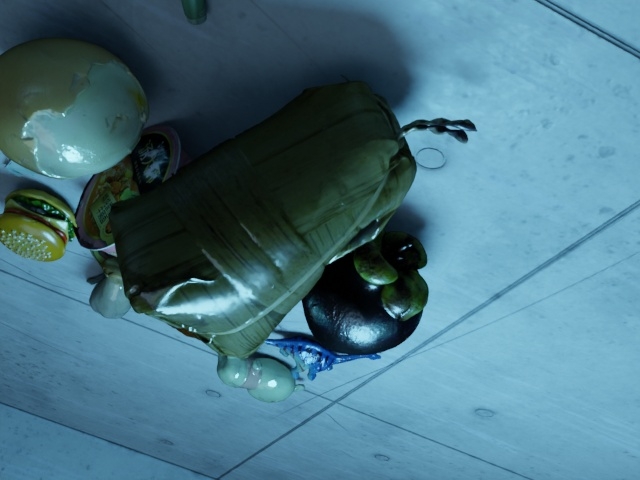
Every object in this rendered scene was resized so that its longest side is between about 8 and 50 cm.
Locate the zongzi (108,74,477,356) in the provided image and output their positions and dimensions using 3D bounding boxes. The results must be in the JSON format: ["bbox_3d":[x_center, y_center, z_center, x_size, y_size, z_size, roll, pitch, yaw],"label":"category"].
[{"bbox_3d":[-0.010,-0.017,1.035,0.500,0.218,0.467,-31,156,1],"label":"zongzi"}]

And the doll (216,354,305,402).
[{"bbox_3d":[-0.163,0.353,1.739,0.155,0.113,0.275,-24,129,40],"label":"doll"}]

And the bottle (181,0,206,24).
[{"bbox_3d":[-0.163,-0.313,0.850,0.030,0.030,0.083,10,147,9],"label":"bottle"}]

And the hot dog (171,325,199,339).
[{"bbox_3d":[-0.308,0.145,1.502,0.160,0.099,0.227,-4,147,17],"label":"hot dog"}]

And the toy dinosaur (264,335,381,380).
[{"bbox_3d":[-0.028,0.279,1.613,0.329,0.076,0.144,13,140,1],"label":"toy dinosaur"}]

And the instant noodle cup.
[{"bbox_3d":[-0.240,-0.030,1.142,0.244,0.244,0.255,-11,145,35],"label":"instant noodle cup"}]

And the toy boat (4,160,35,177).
[{"bbox_3d":[-0.546,-0.141,1.258,0.105,0.034,0.149,24,145,-8],"label":"toy boat"}]

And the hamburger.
[{"bbox_3d":[-0.570,-0.028,1.358,0.162,0.115,0.162,10,146,7],"label":"hamburger"}]

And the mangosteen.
[{"bbox_3d":[0.078,0.080,1.160,0.243,0.243,0.243,11,146,8],"label":"mangosteen"}]

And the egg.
[{"bbox_3d":[-0.377,-0.191,0.970,0.244,0.201,0.201,18,149,22],"label":"egg"}]

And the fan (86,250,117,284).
[{"bbox_3d":[-0.437,0.066,1.531,0.335,0.011,0.229,-18,134,40],"label":"fan"}]

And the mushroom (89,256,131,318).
[{"bbox_3d":[-0.463,0.112,1.522,0.097,0.088,0.212,46,140,11],"label":"mushroom"}]
